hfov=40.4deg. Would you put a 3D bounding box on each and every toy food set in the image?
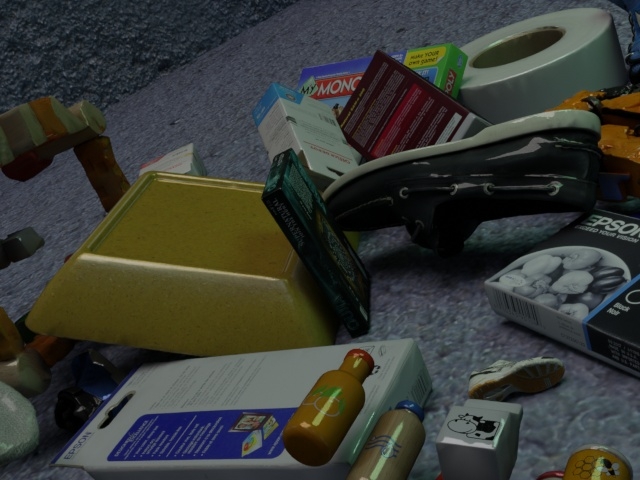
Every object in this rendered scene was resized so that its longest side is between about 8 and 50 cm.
[{"bbox_3d":[0.102,0.147,0.611,0.232,0.111,0.104,0,31,29],"label":"toy food set"}]

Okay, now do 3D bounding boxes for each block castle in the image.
[{"bbox_3d":[-0.405,0.013,1.105,0.212,0.303,0.453,-20,15,19],"label":"block castle"}]

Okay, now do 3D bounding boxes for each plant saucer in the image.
[{"bbox_3d":[-0.130,0.008,1.032,0.332,0.081,0.333,7,27,6],"label":"plant saucer"}]

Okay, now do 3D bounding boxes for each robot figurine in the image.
[{"bbox_3d":[0.338,-0.110,0.983,0.211,0.085,0.291,-27,18,-9],"label":"robot figurine"}]

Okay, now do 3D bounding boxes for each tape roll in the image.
[{"bbox_3d":[0.311,-0.250,1.320,0.286,0.100,0.286,-21,22,9],"label":"tape roll"}]

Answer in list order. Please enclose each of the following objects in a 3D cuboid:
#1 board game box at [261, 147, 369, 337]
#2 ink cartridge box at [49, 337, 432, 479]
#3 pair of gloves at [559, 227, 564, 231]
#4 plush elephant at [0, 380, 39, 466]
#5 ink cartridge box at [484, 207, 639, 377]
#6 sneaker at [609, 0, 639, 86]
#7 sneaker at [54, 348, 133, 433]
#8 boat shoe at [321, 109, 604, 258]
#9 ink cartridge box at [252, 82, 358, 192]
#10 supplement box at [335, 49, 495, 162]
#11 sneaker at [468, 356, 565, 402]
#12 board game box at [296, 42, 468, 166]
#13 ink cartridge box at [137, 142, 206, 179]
[{"bbox_3d":[0.000,0.000,0.950,0.026,0.186,0.126,-26,20,15],"label":"board game box"},{"bbox_3d":[-0.076,0.172,0.804,0.332,0.065,0.165,-8,27,31],"label":"ink cartridge box"},{"bbox_3d":[0.266,0.006,0.907,0.083,0.010,0.074,-37,25,-30],"label":"pair of gloves"},{"bbox_3d":[-0.370,0.239,0.716,0.255,0.330,0.272,7,25,21],"label":"plush elephant"},{"bbox_3d":[0.291,0.027,0.781,0.208,0.045,0.206,-31,26,-20],"label":"ink cartridge box"},{"bbox_3d":[0.442,-0.271,1.136,0.147,0.129,0.330,-48,33,21],"label":"sneaker"},{"bbox_3d":[-0.276,0.175,1.002,0.084,0.058,0.152,-27,27,-32],"label":"sneaker"},{"bbox_3d":[0.143,-0.038,0.945,0.340,0.113,0.127,-14,-17,32],"label":"boat shoe"},{"bbox_3d":[-0.016,-0.119,1.154,0.060,0.104,0.180,-48,43,29],"label":"ink cartridge box"},{"bbox_3d":[0.122,-0.143,1.139,0.130,0.073,0.239,-58,40,15],"label":"supplement box"},{"bbox_3d":[0.164,0.112,0.740,0.083,0.032,0.037,-18,23,13],"label":"sneaker"},{"bbox_3d":[0.062,-0.176,1.321,0.317,0.046,0.214,2,72,48],"label":"board game box"},{"bbox_3d":[-0.281,-0.113,1.649,0.115,0.067,0.198,-23,20,2],"label":"ink cartridge box"}]
